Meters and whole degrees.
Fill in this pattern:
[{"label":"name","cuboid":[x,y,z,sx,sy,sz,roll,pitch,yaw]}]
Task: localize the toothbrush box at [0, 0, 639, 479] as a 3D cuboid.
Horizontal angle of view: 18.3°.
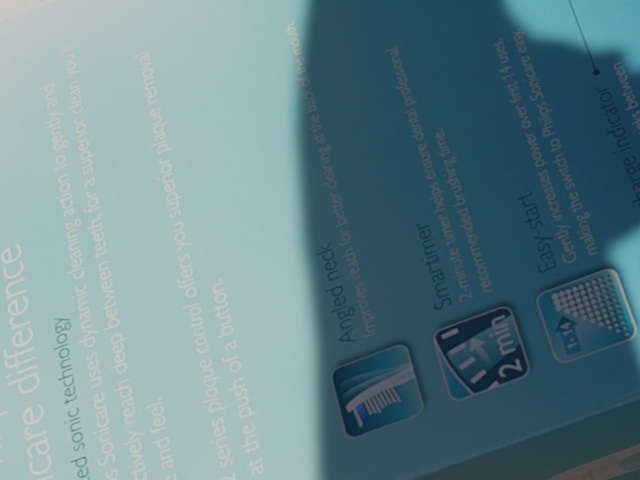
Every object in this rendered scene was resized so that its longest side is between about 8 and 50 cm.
[{"label":"toothbrush box","cuboid":[0.000,0.000,0.492,0.126,0.296,0.216,59,13,-52]}]
